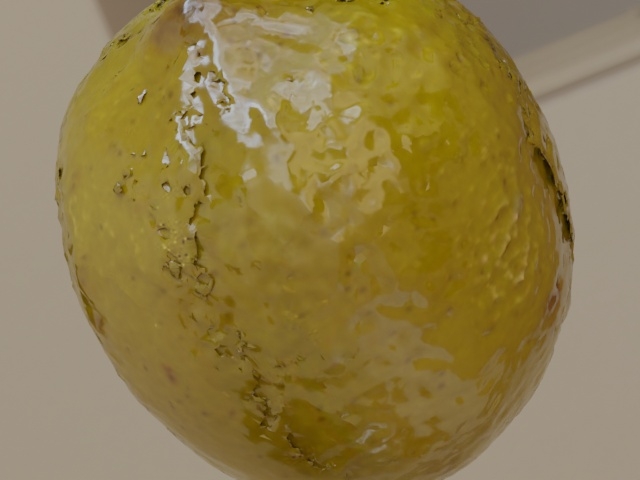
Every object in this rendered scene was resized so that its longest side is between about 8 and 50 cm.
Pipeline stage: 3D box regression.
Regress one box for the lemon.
[{"bbox_3d":[0.000,0.000,0.770,0.258,0.257,0.310,-92,-20,-61],"label":"lemon"}]
